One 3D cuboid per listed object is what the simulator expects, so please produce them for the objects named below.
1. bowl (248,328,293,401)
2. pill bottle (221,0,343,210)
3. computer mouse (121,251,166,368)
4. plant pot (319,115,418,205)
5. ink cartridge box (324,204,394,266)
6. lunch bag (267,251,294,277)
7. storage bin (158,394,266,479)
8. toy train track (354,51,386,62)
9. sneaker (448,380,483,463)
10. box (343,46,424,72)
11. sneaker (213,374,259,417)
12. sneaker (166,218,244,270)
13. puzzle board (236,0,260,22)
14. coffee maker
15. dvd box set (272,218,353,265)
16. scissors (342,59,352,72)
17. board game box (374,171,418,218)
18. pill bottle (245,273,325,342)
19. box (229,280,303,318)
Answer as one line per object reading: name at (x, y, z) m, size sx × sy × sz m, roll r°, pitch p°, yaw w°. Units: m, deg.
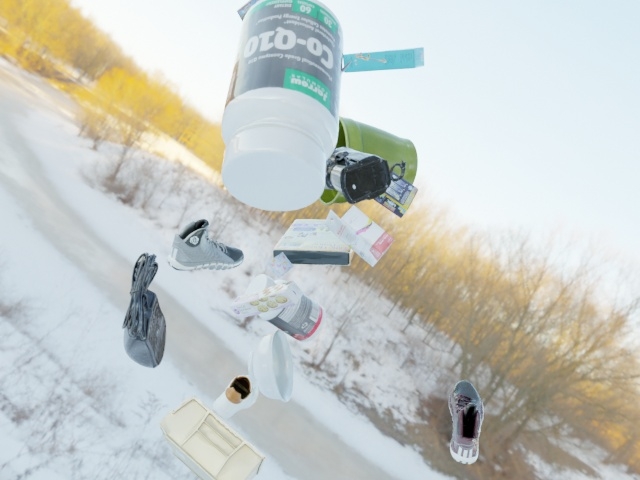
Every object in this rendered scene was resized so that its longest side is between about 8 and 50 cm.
bowl at (-0.214, 0.522, 2.347) m, size 0.134 × 0.298 × 0.298 m, roll -9°, pitch -10°, yaw 10°
pill bottle at (-0.065, -0.246, 1.015) m, size 0.204 × 0.361 × 0.204 m, roll 3°, pitch -30°, yaw 2°
computer mouse at (-0.372, 0.167, 1.170) m, size 0.072 × 0.188 × 0.272 m, roll 3°, pitch -39°, yaw -4°
plant pot at (0.197, -0.320, 2.346) m, size 0.353 × 0.366 × 0.366 m, roll 2°, pitch 12°, yaw -20°
ink cartridge box at (0.112, -0.025, 1.678) m, size 0.198 × 0.067 × 0.115 m, roll 40°, pitch -23°, yaw 7°
lunch bag at (-0.148, 0.091, 2.027) m, size 0.071 × 0.053 × 0.083 m, roll 50°, pitch 33°, yaw 2°
storage bin at (-0.288, 0.556, 1.501) m, size 0.260 × 0.123 × 0.262 m, roll 38°, pitch -28°, yaw 12°
toy train track at (0.129, -0.471, 1.457) m, size 0.083 × 0.014 × 0.048 m, roll 16°, pitch 12°, yaw 17°
sneaker at (0.448, 0.508, 1.705) m, size 0.106 × 0.281 × 0.162 m, roll 4°, pitch -50°, yaw 8°
box at (0.203, -0.582, 1.833) m, size 0.244 × 0.060 × 0.100 m, roll 5°, pitch 21°, yaw 27°
sneaker at (-0.257, 0.513, 1.961) m, size 0.106 × 0.123 × 0.290 m, roll 40°, pitch 12°, yaw 6°
sneaker at (-0.290, 0.007, 1.510) m, size 0.228 × 0.132 × 0.086 m, roll -5°, pitch 27°, yaw -44°
puzzle board at (-0.161, -0.630, 1.523) m, size 0.011 × 0.128 × 0.096 m, roll 52°, pitch 3°, yaw 6°
coffee maker at (0.091, -0.165, 1.417) m, size 0.171 × 0.120 × 0.178 m, roll 2°, pitch 16°, yaw -24°
dvd box set at (0.000, 0.000, 2.359) m, size 0.307 × 0.062 × 0.420 m, roll 1°, pitch 19°, yaw 9°
scissors at (-0.001, -0.412, 1.639) m, size 0.021 × 0.297 × 0.109 m, roll 25°, pitch -36°, yaw 38°
board game box at (0.251, -0.166, 1.953) m, size 0.141 × 0.048 × 0.170 m, roll 36°, pitch 36°, yaw 2°
pill bottle at (-0.144, 0.268, 2.294) m, size 0.318 × 0.176 × 0.176 m, roll 38°, pitch -2°, yaw -30°
box at (-0.194, 0.211, 1.994) m, size 0.324 × 0.063 × 0.067 m, roll -18°, pitch -64°, yaw 44°
